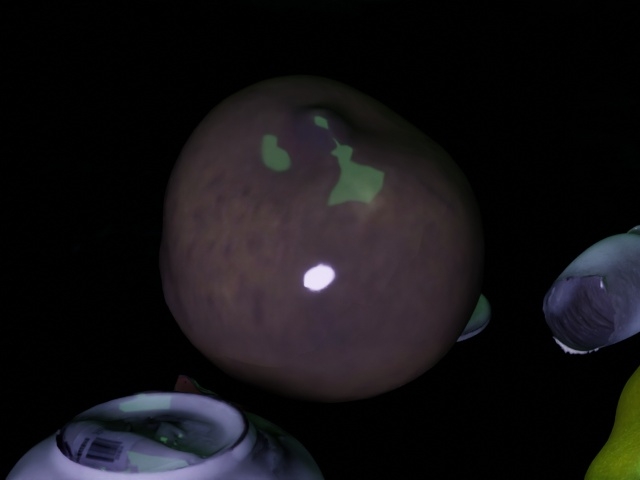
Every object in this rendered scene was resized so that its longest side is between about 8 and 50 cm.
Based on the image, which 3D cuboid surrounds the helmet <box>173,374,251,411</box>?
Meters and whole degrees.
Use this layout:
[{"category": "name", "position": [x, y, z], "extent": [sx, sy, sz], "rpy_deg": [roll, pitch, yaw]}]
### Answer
[{"category": "helmet", "position": [-0.118, 0.176, 2.052], "extent": [0.084, 0.049, 0.065], "rpy_deg": [26, -10, 3]}]

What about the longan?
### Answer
[{"category": "longan", "position": [0.000, 0.000, 2.098], "extent": [0.360, 0.361, 0.361], "rpy_deg": [-1, 23, 0]}]

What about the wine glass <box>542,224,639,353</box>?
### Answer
[{"category": "wine glass", "position": [0.335, 0.052, 2.239], "extent": [0.111, 0.111, 0.204], "rpy_deg": [14, 24, 32]}]

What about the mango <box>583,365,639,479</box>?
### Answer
[{"category": "mango", "position": [0.354, 0.187, 1.898], "extent": [0.175, 0.143, 0.293], "rpy_deg": [13, 36, 34]}]

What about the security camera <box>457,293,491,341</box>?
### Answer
[{"category": "security camera", "position": [0.052, 0.049, 2.312], "extent": [0.301, 0.080, 0.157], "rpy_deg": [11, 26, 21]}]

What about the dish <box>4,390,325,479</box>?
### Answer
[{"category": "dish", "position": [-0.150, 0.216, 1.840], "extent": [0.324, 0.124, 0.324], "rpy_deg": [-3, 20, 1]}]
